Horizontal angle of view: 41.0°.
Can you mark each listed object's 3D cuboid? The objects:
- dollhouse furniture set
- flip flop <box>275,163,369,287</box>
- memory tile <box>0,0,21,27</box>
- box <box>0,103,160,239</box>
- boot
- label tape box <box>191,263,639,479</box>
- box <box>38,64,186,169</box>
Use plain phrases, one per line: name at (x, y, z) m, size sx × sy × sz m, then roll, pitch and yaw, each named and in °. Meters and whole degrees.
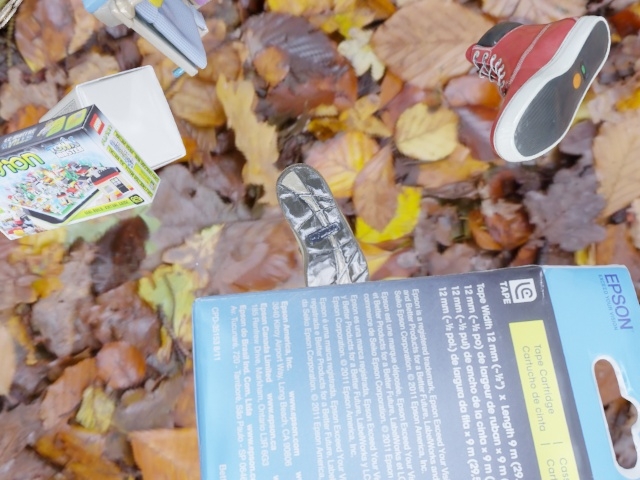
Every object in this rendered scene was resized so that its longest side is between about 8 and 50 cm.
dollhouse furniture set at (-0.164, -0.362, 1.128) m, size 0.198 × 0.286 × 0.303 m, roll -32°, pitch 56°, yaw 16°
flip flop at (0.000, 0.000, 1.434) m, size 0.112 × 0.080 × 0.277 m, roll -24°, pitch 104°, yaw -2°
memory tile at (-0.499, -0.361, 1.358) m, size 0.113 × 0.148 × 0.012 m, roll -35°, pitch 120°, yaw 30°
box at (-0.285, -0.067, 0.899) m, size 0.114 × 0.207 × 0.036 m, roll 53°, pitch 37°, yaw -39°
boot at (0.238, -0.196, 1.091) m, size 0.244 × 0.176 × 0.088 m, roll -52°, pitch 132°, yaw -27°
label tape box at (0.083, 0.159, 0.660) m, size 0.347 × 0.115 × 0.249 m, roll -5°, pitch 64°, yaw -4°
box at (-0.328, -0.161, 1.331) m, size 0.127 × 0.232 × 0.148 m, roll -25°, pitch 98°, yaw -31°
